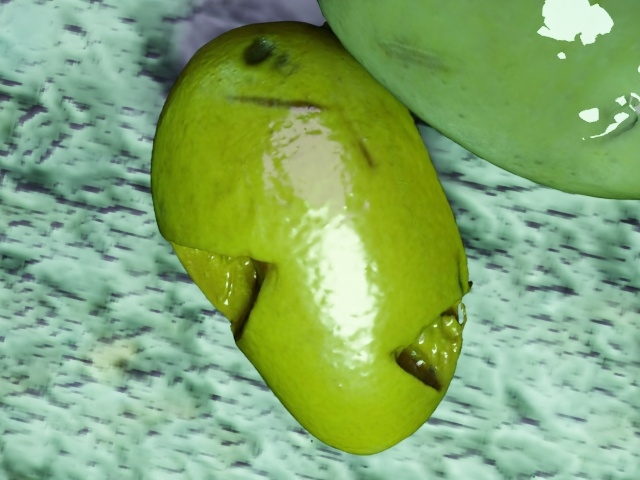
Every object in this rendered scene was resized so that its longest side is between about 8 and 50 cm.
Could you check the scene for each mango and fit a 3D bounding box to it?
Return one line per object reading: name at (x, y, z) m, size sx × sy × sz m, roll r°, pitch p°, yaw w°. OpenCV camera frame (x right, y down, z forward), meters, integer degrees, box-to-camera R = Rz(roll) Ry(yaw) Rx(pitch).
mango at (0.000, 0.000, 0.739) m, size 0.167 × 0.130 × 0.262 m, roll -26°, pitch 96°, yaw 12°

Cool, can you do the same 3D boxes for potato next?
potato at (0.133, -0.153, 0.657) m, size 0.326 × 0.243 × 0.221 m, roll 43°, pitch 139°, yaw 1°
